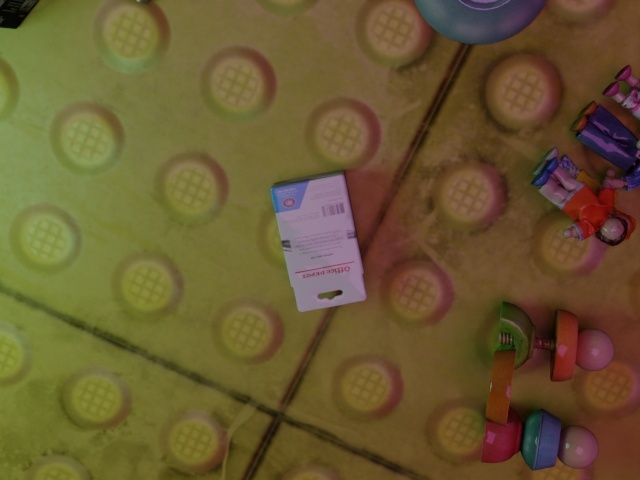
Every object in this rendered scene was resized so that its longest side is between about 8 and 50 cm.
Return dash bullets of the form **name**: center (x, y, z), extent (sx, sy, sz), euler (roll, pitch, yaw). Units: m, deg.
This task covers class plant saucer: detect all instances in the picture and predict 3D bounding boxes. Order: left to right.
- **plant saucer**: center (0.214, -0.356, 1.085), extent (0.195, 0.037, 0.194), euler (0, 103, 2)

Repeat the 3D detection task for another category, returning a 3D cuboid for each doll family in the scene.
- **doll family**: center (0.397, -0.096, 1.114), extent (0.163, 0.118, 0.263), euler (40, 83, -1)

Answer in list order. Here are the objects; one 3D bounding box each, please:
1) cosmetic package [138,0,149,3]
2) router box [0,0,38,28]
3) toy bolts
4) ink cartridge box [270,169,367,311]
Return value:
- **cosmetic package**: center (-0.196, -0.433, 1.068), extent (0.099, 0.060, 0.239), euler (39, 100, -9)
- **router box**: center (-0.368, -0.367, 0.961), extent (0.081, 0.309, 0.243), euler (42, 100, -7)
- **toy bolts**: center (0.310, 0.224, 1.128), extent (0.159, 0.218, 0.228), euler (8, 110, 14)
- **ink cartridge box**: center (0.000, 0.000, 1.157), extent (0.104, 0.060, 0.180), euler (-11, 102, 3)
